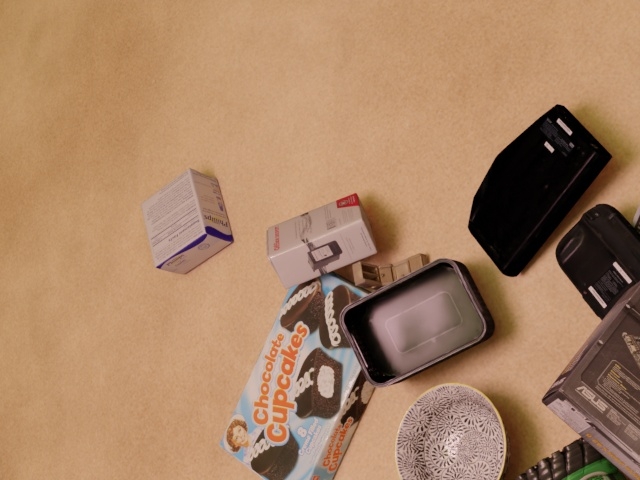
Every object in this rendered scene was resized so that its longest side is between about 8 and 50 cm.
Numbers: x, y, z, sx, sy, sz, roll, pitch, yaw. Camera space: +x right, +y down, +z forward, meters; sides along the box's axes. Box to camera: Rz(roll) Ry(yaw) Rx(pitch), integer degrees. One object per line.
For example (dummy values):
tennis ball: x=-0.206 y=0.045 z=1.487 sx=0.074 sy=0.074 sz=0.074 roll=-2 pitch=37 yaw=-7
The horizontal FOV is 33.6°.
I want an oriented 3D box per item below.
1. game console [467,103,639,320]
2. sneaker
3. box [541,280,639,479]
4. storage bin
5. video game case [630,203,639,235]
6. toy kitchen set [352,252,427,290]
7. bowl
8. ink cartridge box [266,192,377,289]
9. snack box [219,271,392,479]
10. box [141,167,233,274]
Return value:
game console: x=0.328 y=0.004 z=1.355 sx=0.213 sy=0.044 sz=0.361 roll=-56 pitch=46 yaw=29
sneaker: x=0.239 y=0.386 z=1.297 sx=0.343 sy=0.134 sz=0.146 roll=-45 pitch=66 yaw=28
box: x=0.387 y=0.182 z=1.159 sx=0.231 sy=0.056 sz=0.183 roll=40 pitch=64 yaw=7
storage bin: x=0.133 y=0.113 z=1.448 sx=0.180 sy=0.084 sz=0.122 roll=-28 pitch=79 yaw=14
video game case: x=0.440 y=0.030 z=1.263 sx=0.190 sy=0.022 sz=0.173 roll=41 pitch=121 yaw=48
toy kitchen set: x=0.105 y=0.059 z=1.532 sx=0.083 sy=0.075 sz=0.068 roll=-24 pitch=64 yaw=36
bowl: x=0.189 y=0.278 z=1.397 sx=0.170 sy=0.080 sz=0.170 roll=-15 pitch=65 yaw=36
ink cartridge box: x=0.000 y=0.000 z=1.579 sx=0.151 sy=0.063 sz=0.109 roll=-22 pitch=24 yaw=7
snack box: x=-0.015 y=0.211 z=1.595 sx=0.187 sy=0.060 sz=0.321 roll=27 pitch=95 yaw=40
box: x=-0.231 y=-0.031 z=1.830 sx=0.126 sy=0.072 sz=0.137 roll=-32 pitch=59 yaw=27
